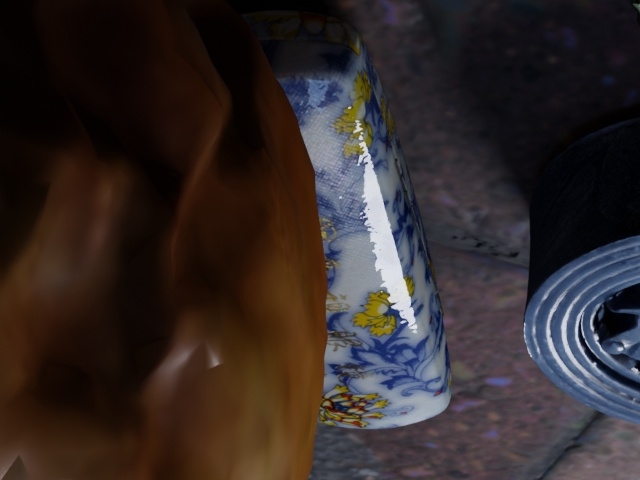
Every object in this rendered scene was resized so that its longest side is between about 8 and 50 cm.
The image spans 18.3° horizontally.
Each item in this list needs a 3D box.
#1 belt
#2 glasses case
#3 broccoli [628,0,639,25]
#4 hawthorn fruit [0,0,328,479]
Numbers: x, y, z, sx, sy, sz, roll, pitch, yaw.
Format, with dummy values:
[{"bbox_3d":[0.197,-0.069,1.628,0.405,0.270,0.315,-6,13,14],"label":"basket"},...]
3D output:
[{"bbox_3d":[0.180,0.015,0.815,0.190,0.082,0.141,3,140,6],"label":"belt"},{"bbox_3d":[0.000,0.000,0.836,0.087,0.065,0.248,-1,143,15],"label":"glasses case"},{"bbox_3d":[0.149,-0.098,0.666,0.097,0.092,0.095,-21,158,10],"label":"broccoli"},{"bbox_3d":[-0.211,0.033,0.622,0.472,0.471,0.471,4,143,3],"label":"hawthorn fruit"}]
